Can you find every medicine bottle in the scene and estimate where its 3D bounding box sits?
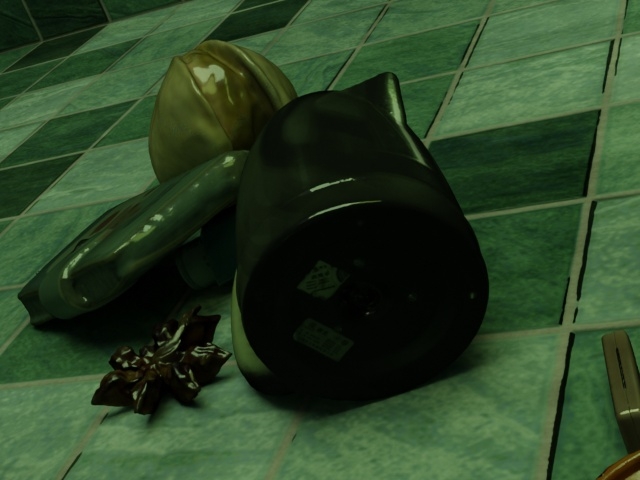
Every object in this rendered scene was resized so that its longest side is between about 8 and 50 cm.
[{"bbox_3d":[-0.050,-0.007,1.274,0.258,0.124,0.079,-26,23,18],"label":"medicine bottle"}]

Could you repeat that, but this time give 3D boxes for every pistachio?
[{"bbox_3d":[-0.132,-0.155,1.466,0.229,0.238,0.321,-34,-2,-15],"label":"pistachio"}]

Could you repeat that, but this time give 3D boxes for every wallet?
[{"bbox_3d":[-0.244,0.003,1.319,0.252,0.083,0.360,-47,16,-32],"label":"wallet"}]

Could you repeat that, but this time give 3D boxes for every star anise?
[{"bbox_3d":[-0.171,0.138,1.127,0.168,0.057,0.168,-22,32,15],"label":"star anise"}]

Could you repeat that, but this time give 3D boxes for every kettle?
[{"bbox_3d":[0.000,0.000,1.070,0.321,0.228,0.324,-55,25,26],"label":"kettle"}]

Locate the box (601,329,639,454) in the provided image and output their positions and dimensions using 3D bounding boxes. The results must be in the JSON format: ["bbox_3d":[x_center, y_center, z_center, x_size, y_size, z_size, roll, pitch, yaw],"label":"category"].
[{"bbox_3d":[0.249,0.121,0.844,0.025,0.048,0.115,-17,24,18],"label":"box"}]

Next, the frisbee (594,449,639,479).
[{"bbox_3d":[0.262,0.201,0.692,0.192,0.035,0.192,-18,26,9],"label":"frisbee"}]
